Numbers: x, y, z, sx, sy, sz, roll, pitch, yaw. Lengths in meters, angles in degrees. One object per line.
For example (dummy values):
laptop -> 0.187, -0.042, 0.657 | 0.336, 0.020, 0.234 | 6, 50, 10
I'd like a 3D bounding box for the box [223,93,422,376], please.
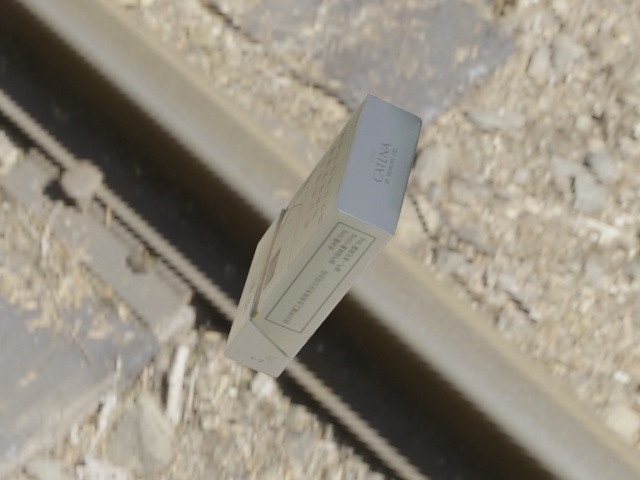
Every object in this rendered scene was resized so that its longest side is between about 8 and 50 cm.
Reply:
box -> 0.000, 0.000, 1.013 | 0.040, 0.154, 0.084 | 23, 51, -13
